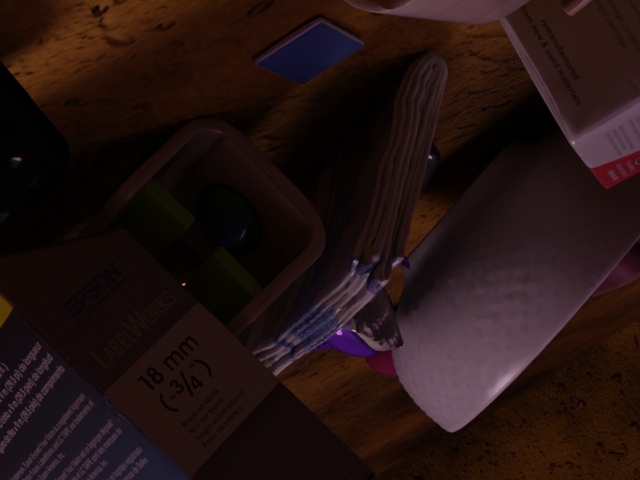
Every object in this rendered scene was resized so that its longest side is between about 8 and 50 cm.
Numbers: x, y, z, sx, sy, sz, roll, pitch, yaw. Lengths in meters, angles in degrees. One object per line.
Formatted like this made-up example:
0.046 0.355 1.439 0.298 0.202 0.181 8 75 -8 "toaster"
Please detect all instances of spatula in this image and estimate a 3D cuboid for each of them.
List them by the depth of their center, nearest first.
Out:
0.061 -0.034 1.341 0.030 0.084 0.296 -45 174 -17 "spatula"

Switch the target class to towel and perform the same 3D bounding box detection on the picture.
0.000 0.000 1.239 0.034 0.209 0.285 27 144 -15 "towel"

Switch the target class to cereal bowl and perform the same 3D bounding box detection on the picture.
0.179 0.009 1.524 0.339 0.141 0.339 -47 177 -3 "cereal bowl"

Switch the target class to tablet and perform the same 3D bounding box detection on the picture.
-0.007 -0.123 1.072 0.054 0.006 0.083 -31 165 16 "tablet"

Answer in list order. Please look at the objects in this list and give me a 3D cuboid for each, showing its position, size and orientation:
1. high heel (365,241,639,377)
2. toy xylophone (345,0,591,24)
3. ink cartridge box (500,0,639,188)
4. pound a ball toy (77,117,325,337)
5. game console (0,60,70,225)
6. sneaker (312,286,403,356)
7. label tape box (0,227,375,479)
0.178 0.042 1.907 0.377 0.127 0.181 -29 138 22 "high heel"
0.144 -0.211 0.881 0.322 0.081 0.236 -33 165 22 "toy xylophone"
0.299 -0.177 1.196 0.306 0.131 0.226 -31 165 9 "ink cartridge box"
-0.102 0.076 1.195 0.136 0.208 0.319 -46 -178 -42 "pound a ball toy"
-0.309 -0.020 0.710 0.342 0.060 0.386 -34 160 -2 "game console"
-0.014 0.062 1.429 0.146 0.102 0.293 -21 -177 3 "sneaker"
-0.157 0.108 1.074 0.106 0.333 0.240 -46 180 -38 "label tape box"
